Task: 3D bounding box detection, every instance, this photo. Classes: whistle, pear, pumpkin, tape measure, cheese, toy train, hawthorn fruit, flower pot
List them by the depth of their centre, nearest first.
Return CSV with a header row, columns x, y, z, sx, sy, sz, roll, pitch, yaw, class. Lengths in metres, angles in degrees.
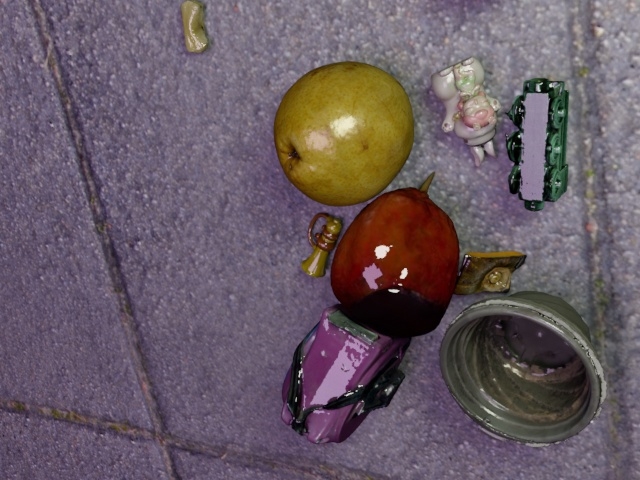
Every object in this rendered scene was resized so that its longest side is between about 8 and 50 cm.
x,y,z,sx,sy,sz,roll,pitch,yaw,class
0.285,-0.126,0.972,0.071,0.111,0.171,8,112,29,toy train
0.029,-0.147,1.069,0.208,0.209,0.209,14,119,27,pear
0.299,0.162,1.076,0.235,0.140,0.236,16,121,28,flower pot
0.116,0.011,1.090,0.189,0.189,0.252,13,83,28,hawthorn fruit
0.243,0.043,1.108,0.101,0.035,0.073,2,127,-17,pumpkin
0.042,0.210,1.199,0.149,0.245,0.232,31,110,19,tape measure
-0.204,-0.349,1.232,0.044,0.030,0.083,5,109,38,cheese
0.004,0.002,1.267,0.046,0.057,0.109,11,117,-23,whistle

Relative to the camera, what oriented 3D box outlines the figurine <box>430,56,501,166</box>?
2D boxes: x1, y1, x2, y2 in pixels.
x,y,z,sx,sy,sz,roll,pitch,yaw,class
0.198,-0.166,1.013,0.081,0.098,0.146,-18,100,25,figurine
